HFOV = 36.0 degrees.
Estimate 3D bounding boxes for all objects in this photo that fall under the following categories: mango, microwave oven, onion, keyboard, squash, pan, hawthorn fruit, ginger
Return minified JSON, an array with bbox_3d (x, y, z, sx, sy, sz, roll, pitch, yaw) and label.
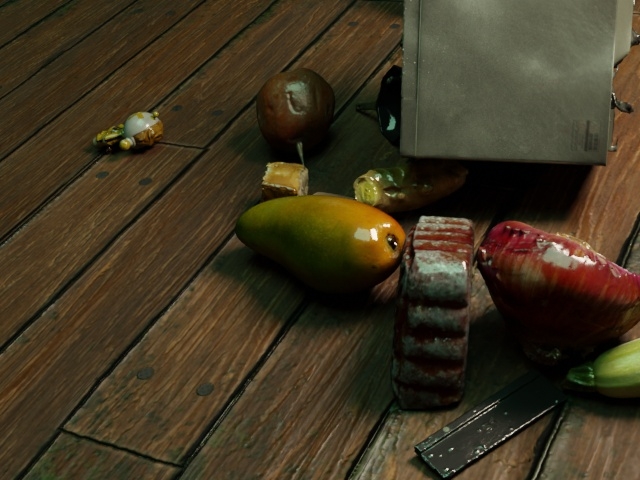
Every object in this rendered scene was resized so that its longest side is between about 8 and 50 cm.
[{"bbox_3d":[0.005,-0.003,1.437,0.146,0.129,0.289,-45,40,-18],"label":"mango"},{"bbox_3d":[0.301,-0.344,1.501,0.375,0.432,0.236,4,12,14],"label":"microwave oven"},{"bbox_3d":[0.291,0.073,1.228,0.230,0.163,0.230,17,6,-2],"label":"onion"},{"bbox_3d":[0.204,0.218,1.176,0.195,0.018,0.060,-28,46,-21],"label":"keyboard"},{"bbox_3d":[0.397,0.148,1.176,0.224,0.094,0.094,-15,35,10],"label":"squash"},{"bbox_3d":[0.132,-0.257,1.764,0.048,0.128,0.202,0,28,-23],"label":"pan"},{"bbox_3d":[-0.046,-0.224,1.741,0.149,0.149,0.189,-7,32,7],"label":"hawthorn fruit"},{"bbox_3d":[0.155,-0.089,1.556,0.205,0.081,0.115,-28,53,-32],"label":"ginger"}]

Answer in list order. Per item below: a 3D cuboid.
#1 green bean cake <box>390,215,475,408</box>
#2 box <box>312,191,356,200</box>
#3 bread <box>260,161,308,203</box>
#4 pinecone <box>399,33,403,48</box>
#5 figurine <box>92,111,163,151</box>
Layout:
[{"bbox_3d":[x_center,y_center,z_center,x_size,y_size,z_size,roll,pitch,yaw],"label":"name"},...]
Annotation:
[{"bbox_3d":[0.148,0.080,1.286,0.097,0.198,0.232,4,22,7],"label":"green bean cake"},{"bbox_3d":[0.031,-0.052,1.586,0.115,0.025,0.048,15,45,31],"label":"box"},{"bbox_3d":[-0.060,-0.079,1.611,0.070,0.076,0.083,9,39,8],"label":"bread"},{"bbox_3d":[0.238,-0.321,1.748,0.204,0.184,0.179,43,58,9],"label":"pinecone"},{"bbox_3d":[-0.363,-0.205,1.878,0.143,0.068,0.101,1,27,45],"label":"figurine"}]
